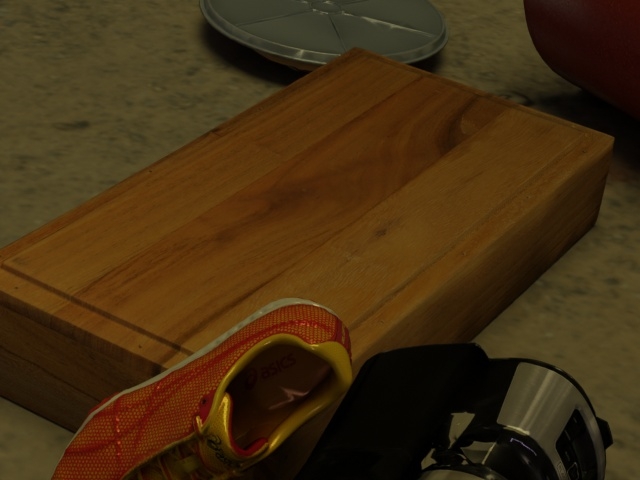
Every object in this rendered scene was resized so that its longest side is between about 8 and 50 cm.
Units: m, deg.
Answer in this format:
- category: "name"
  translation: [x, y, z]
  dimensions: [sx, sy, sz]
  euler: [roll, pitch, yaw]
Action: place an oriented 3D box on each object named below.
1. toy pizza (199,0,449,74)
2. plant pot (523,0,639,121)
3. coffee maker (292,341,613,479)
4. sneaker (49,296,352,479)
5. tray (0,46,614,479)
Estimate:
- category: "toy pizza"
  translation: [0.003, -0.173, 1.342]
  dimensions: [0.201, 0.032, 0.201]
  euler: [7, 29, -4]
- category: "plant pot"
  translation: [0.303, -0.171, 1.206]
  dimensions: [0.272, 0.272, 0.265]
  euler: [-13, 28, -32]
- category: "coffee maker"
  translation: [0.026, 0.125, 0.745]
  dimensions: [0.171, 0.120, 0.178]
  euler: [16, 30, 15]
- category: "sneaker"
  translation: [-0.062, 0.089, 0.760]
  dimensions: [0.064, 0.175, 0.067]
  euler: [46, 10, -16]
- category: "tray"
  translation: [0.000, 0.000, 1.003]
  dimensions: [0.202, 0.076, 0.411]
  euler: [22, 32, 23]
